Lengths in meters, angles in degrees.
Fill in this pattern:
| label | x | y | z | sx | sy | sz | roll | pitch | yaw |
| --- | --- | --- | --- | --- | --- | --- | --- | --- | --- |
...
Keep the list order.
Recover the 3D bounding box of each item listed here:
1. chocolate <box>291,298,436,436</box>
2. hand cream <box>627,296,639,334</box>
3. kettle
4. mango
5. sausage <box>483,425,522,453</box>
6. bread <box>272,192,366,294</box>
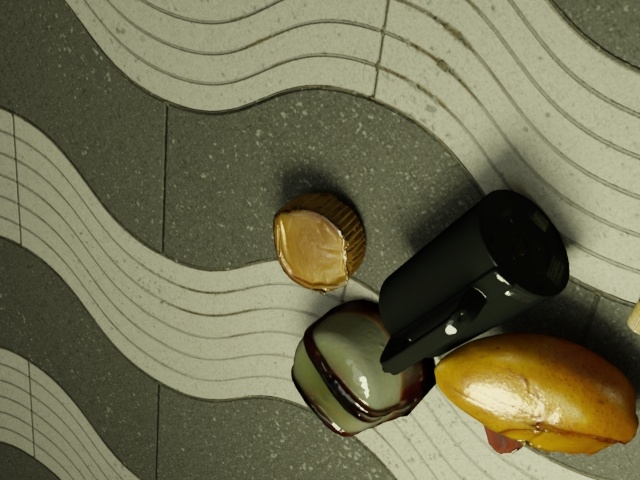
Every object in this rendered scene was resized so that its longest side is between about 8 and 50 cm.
| label | x | y | z | sx | sy | sz | roll | pitch | yaw |
| --- | --- | --- | --- | --- | --- | --- | --- | --- | --- |
| chocolate | 0.068 | 0.278 | 2.086 | 0.283 | 0.186 | 0.284 | 18 | 124 | 29 |
| hand cream | 0.558 | 0.082 | 1.670 | 0.084 | 0.084 | 0.203 | 35 | 136 | 18 |
| kettle | 0.256 | 0.097 | 1.787 | 0.203 | 0.262 | 0.308 | 22 | 139 | -27 |
| mango | 0.373 | 0.260 | 1.795 | 0.350 | 0.201 | 0.199 | 18 | 87 | 3 |
| sausage | 0.350 | 0.347 | 1.982 | 0.076 | 0.076 | 0.141 | -8 | 110 | 41 |
| bread | -0.001 | 0.000 | 2.044 | 0.199 | 0.104 | 0.199 | 17 | 126 | 26 |
